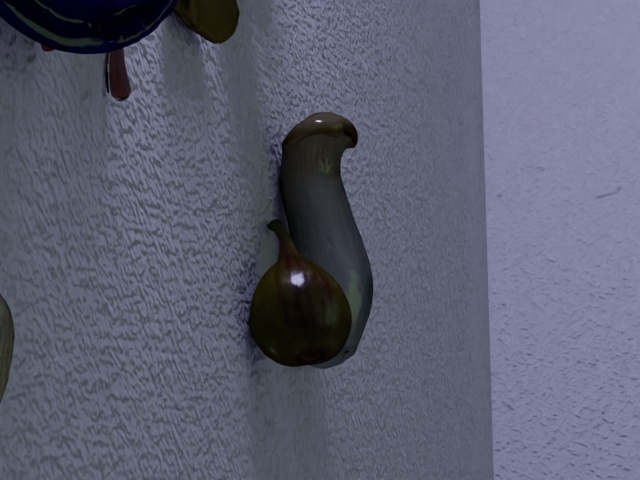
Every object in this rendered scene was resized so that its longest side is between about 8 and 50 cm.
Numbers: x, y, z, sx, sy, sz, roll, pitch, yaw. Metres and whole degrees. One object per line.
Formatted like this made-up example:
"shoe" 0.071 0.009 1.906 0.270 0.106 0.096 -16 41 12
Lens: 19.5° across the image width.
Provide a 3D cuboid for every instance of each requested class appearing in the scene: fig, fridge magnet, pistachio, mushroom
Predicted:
"fig" -0.032 0.047 2.258 0.124 0.124 0.236 67 10 -47
"fridge magnet" -0.209 -0.294 1.610 0.265 0.113 0.265 9 77 -44
"pistachio" -0.136 -0.280 2.105 0.173 0.049 0.089 37 71 -72
"mushroom" 0.000 0.000 2.415 0.159 0.122 0.328 161 -74 -68

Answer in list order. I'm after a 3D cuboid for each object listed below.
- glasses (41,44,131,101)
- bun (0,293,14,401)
"glasses" -0.230 -0.294 1.788 0.234 0.118 0.268 37 68 -72
"bun" -0.292 0.104 1.232 0.222 0.127 0.222 21 90 -87
